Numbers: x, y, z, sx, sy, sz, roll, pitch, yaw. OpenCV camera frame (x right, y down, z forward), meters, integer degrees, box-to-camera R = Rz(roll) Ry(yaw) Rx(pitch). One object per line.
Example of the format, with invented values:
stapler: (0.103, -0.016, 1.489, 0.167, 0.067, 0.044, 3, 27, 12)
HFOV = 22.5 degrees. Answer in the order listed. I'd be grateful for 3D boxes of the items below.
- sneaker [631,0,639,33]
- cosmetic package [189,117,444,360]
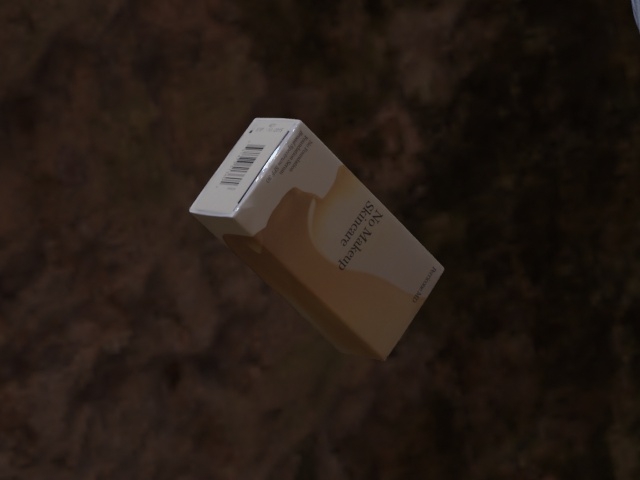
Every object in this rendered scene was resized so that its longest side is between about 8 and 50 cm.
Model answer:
sneaker: (0.234, -0.123, 1.007, 0.083, 0.071, 0.190, 69, -170, -80)
cosmetic package: (0.000, 0.000, 0.761, 0.115, 0.060, 0.041, 43, 161, -30)
